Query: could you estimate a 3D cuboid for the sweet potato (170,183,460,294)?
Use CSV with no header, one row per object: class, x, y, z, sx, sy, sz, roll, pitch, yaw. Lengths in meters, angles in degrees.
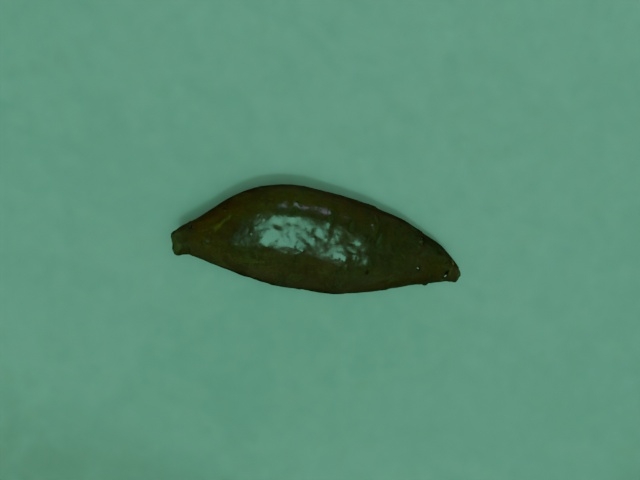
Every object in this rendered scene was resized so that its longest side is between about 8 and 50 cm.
sweet potato,0.000,0.000,0.555,0.095,0.034,0.034,7,97,-12
